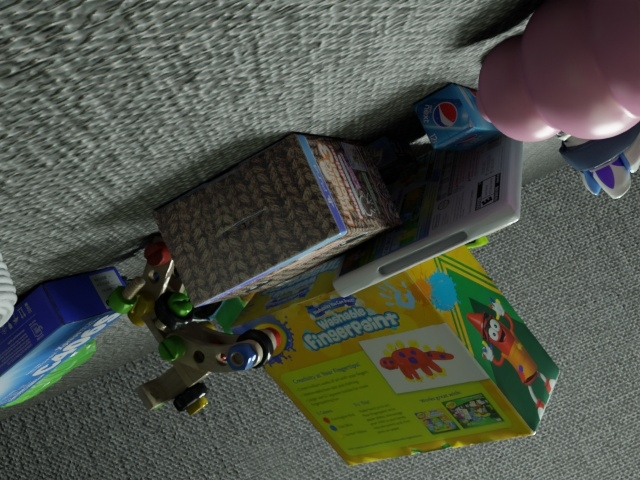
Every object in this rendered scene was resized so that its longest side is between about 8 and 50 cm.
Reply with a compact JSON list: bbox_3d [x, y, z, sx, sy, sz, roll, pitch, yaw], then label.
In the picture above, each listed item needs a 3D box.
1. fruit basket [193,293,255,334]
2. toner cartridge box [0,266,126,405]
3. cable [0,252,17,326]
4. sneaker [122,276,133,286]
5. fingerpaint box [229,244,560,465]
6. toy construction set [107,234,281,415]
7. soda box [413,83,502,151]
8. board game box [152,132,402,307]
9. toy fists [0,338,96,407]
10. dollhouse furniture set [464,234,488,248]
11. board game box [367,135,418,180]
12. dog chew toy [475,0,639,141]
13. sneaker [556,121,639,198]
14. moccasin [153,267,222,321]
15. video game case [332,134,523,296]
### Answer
[{"bbox_3d":[-0.058,0.060,1.966,0.353,0.165,0.327,-39,159,34],"label":"fruit basket"},{"bbox_3d":[-0.469,0.171,1.547,0.347,0.075,0.165,-36,169,29],"label":"toner cartridge box"},{"bbox_3d":[-0.451,0.083,1.011,0.257,0.089,0.257,-28,173,32],"label":"cable"},{"bbox_3d":[-0.337,0.077,1.656,0.069,0.038,0.098,-23,-177,-32],"label":"sneaker"},{"bbox_3d":[0.121,0.186,1.685,0.444,0.371,0.163,-24,-159,45],"label":"fingerpaint box"},{"bbox_3d":[-0.214,0.125,1.521,0.237,0.257,0.309,-46,-166,28],"label":"toy construction set"},{"bbox_3d":[0.209,-0.178,1.427,0.067,0.071,0.210,-28,173,21],"label":"soda box"},{"bbox_3d":[-0.049,-0.030,1.360,0.232,0.141,0.291,-27,174,20],"label":"board game box"},{"bbox_3d":[-0.580,0.257,1.965,0.279,0.096,0.142,-32,180,41],"label":"toy fists"},{"bbox_3d":[0.269,-0.065,2.020,0.151,0.198,0.301,-27,174,35],"label":"dollhouse furniture set"},{"bbox_3d":[0.029,-0.093,1.580,0.243,0.042,0.165,-27,174,16],"label":"board game box"},{"bbox_3d":[0.325,-0.210,1.099,0.331,0.207,0.206,-19,179,40],"label":"dog chew toy"},{"bbox_3d":[0.372,-0.169,1.362,0.130,0.236,0.322,-29,173,34],"label":"sneaker"},{"bbox_3d":[-0.244,0.099,1.799,0.137,0.117,0.342,-20,172,-36],"label":"moccasin"},{"bbox_3d":[0.176,-0.064,1.512,0.299,0.036,0.329,-26,-157,25],"label":"video game case"}]
